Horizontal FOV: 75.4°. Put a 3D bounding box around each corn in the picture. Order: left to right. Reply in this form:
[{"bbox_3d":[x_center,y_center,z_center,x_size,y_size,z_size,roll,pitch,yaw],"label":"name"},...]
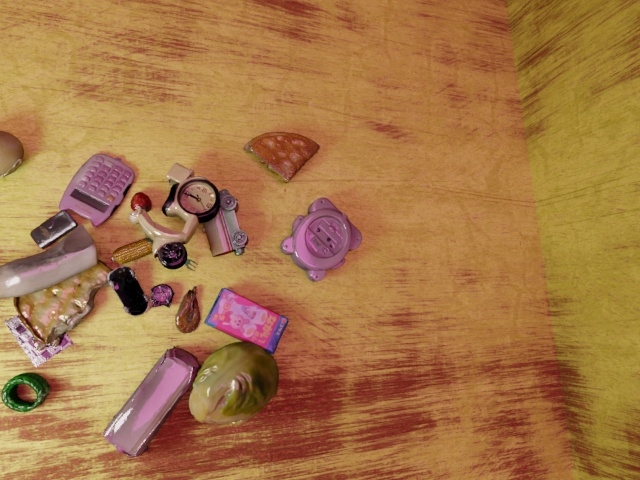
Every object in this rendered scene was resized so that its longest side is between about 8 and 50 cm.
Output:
[{"bbox_3d":[-0.707,0.035,1.613,0.207,0.068,0.068,-22,88,-22],"label":"corn"}]

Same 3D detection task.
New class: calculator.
[{"bbox_3d":[-0.864,-0.205,1.621,0.194,0.043,0.294,28,68,-12],"label":"calculator"}]

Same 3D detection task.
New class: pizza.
[{"bbox_3d":[-0.170,-0.421,1.890,0.257,0.087,0.268,42,68,-3],"label":"pizza"}]

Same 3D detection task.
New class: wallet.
[{"bbox_3d":[-0.986,-0.042,1.530,0.156,0.018,0.082,-35,99,-6],"label":"wallet"}]

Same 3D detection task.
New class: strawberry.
[{"bbox_3d":[-0.712,-0.152,1.646,0.083,0.083,0.096,-23,56,-22],"label":"strawberry"}]

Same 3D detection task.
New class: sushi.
[{"bbox_3d":[-1.002,0.326,1.467,0.139,0.031,0.201,-35,92,-22],"label":"sushi"}]

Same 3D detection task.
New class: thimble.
[{"bbox_3d":[-0.995,0.514,1.401,0.129,0.090,0.118,17,77,-15],"label":"thimble"}]

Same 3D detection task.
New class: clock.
[{"bbox_3d":[-0.560,-0.098,1.594,0.276,0.120,0.379,30,65,0],"label":"clock"},{"bbox_3d":[0.000,0.000,1.854,0.295,0.113,0.322,45,70,-7],"label":"clock"}]

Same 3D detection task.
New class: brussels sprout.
[{"bbox_3d":[-0.307,0.540,1.537,0.343,0.268,0.345,-3,94,-41],"label":"brussels sprout"}]

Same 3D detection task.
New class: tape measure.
[{"bbox_3d":[-0.617,0.217,1.617,0.091,0.054,0.095,3,85,-21],"label":"tape measure"}]

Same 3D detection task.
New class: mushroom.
[{"bbox_3d":[-0.969,0.097,1.409,0.396,0.126,0.177,-31,51,-28],"label":"mushroom"}]

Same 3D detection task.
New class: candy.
[{"bbox_3d":[-0.300,0.329,1.687,0.305,0.100,0.157,28,70,-12],"label":"candy"}]

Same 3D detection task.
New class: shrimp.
[{"bbox_3d":[-0.521,0.275,1.650,0.101,0.042,0.191,20,72,-37],"label":"shrimp"}]

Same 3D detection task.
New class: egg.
[{"bbox_3d":[-1.163,-0.301,1.467,0.201,0.164,0.164,-37,93,-20],"label":"egg"}]

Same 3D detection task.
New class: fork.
[{"bbox_3d":[-0.586,0.054,1.636,0.235,0.021,0.039,37,65,-31],"label":"fork"}]

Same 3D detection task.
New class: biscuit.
[{"bbox_3d":[-0.908,0.187,1.499,0.334,0.078,0.330,-14,76,-24],"label":"biscuit"}]

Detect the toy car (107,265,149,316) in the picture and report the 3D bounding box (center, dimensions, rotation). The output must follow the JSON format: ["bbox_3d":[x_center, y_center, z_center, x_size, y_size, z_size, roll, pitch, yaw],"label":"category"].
[{"bbox_3d":[-0.723,0.193,1.562,0.095,0.056,0.205,-35,118,-34],"label":"toy car"}]

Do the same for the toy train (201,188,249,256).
[{"bbox_3d":[-0.408,-0.065,1.728,0.177,0.116,0.286,-16,86,-9],"label":"toy train"}]

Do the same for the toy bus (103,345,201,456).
[{"bbox_3d":[-0.592,0.575,1.498,0.171,0.162,0.386,37,69,-8],"label":"toy bus"}]
